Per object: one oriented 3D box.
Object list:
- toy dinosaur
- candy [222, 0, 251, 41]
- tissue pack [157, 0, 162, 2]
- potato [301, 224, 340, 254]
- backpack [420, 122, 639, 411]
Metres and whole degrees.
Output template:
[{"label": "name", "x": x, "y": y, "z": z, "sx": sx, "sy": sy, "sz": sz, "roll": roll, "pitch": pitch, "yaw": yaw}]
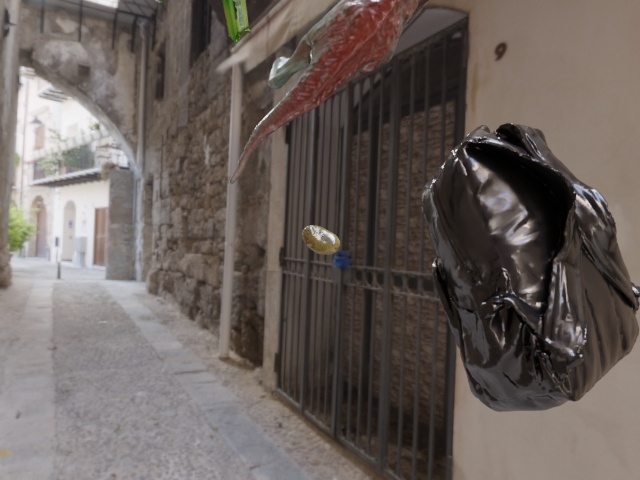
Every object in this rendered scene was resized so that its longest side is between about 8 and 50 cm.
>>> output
[{"label": "toy dinosaur", "x": 0.022, "y": -0.134, "z": 0.308, "sx": 0.053, "sy": 0.242, "sz": 0.167, "roll": 46, "pitch": -12, "yaw": -20}, {"label": "candy", "x": -0.181, "y": -0.513, "z": 0.936, "sx": 0.032, "sy": 0.178, "sz": 0.102, "roll": 0, "pitch": 36, "yaw": 10}, {"label": "tissue pack", "x": -0.408, "y": -0.675, "z": 0.992, "sx": 0.148, "sy": 0.209, "sz": 0.156, "roll": 31, "pitch": 13, "yaw": 15}, {"label": "potato", "x": 0.000, "y": 0.000, "z": 1.554, "sx": 0.138, "sy": 0.091, "sz": 0.070, "roll": 33, "pitch": -33, "yaw": 14}, {"label": "backpack", "x": 0.336, "y": 0.026, "z": 0.743, "sx": 0.363, "sy": 0.445, "sz": 0.255, "roll": -20, "pitch": -5, "yaw": -37}]
